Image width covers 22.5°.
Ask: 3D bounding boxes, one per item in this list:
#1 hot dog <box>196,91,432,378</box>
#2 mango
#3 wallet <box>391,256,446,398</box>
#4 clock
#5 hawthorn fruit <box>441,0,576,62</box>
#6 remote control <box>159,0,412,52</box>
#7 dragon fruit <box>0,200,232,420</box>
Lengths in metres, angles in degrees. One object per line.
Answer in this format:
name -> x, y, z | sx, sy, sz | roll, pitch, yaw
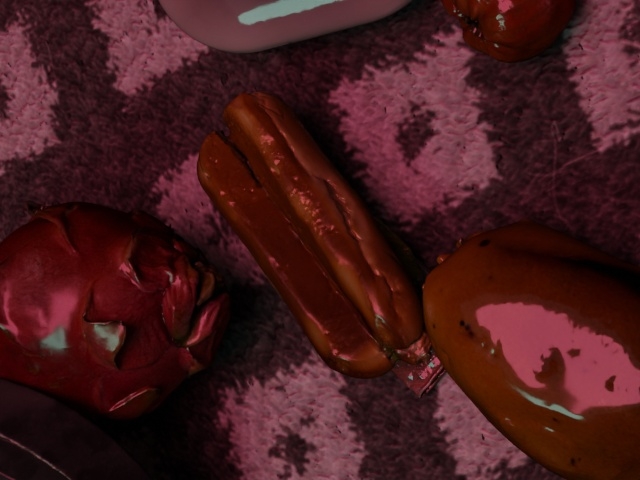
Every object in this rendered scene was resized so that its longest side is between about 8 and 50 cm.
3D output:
hot dog -> 0.000, 0.000, 1.567 | 0.337, 0.100, 0.135 | 53, 122, 24
mango -> 0.215, 0.095, 1.430 | 0.287, 0.152, 0.201 | 33, 94, 25
wallet -> 0.064, 0.055, 1.594 | 0.196, 0.020, 0.103 | 43, 107, 25
clock -> -0.301, 0.306, 1.661 | 0.386, 0.076, 0.386 | 18, 131, 21
hawthorn fruit -> 0.177, -0.232, 1.477 | 0.140, 0.125, 0.125 | -44, 68, 24
remote control -> -0.024, -0.309, 1.597 | 0.332, 0.103, 0.221 | -11, 86, 23
dragon fruit -> -0.241, 0.074, 1.653 | 0.315, 0.250, 0.250 | 18, 98, 22
